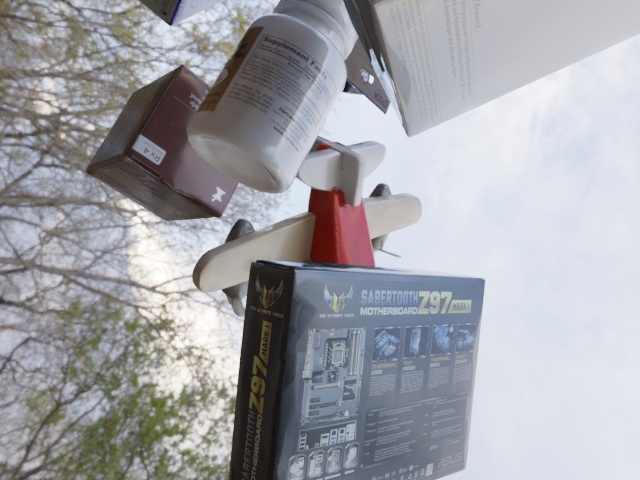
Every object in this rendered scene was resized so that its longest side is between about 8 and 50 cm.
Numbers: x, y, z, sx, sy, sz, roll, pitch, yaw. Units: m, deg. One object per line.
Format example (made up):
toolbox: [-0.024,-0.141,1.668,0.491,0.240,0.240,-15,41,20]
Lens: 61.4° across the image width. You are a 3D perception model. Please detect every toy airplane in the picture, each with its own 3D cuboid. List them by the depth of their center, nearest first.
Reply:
toy airplane: [0.000,0.000,0.959,0.273,0.386,0.384,6,-115,52]

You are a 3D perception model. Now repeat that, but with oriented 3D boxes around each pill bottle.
pill bottle: [-0.044,-0.181,0.622,0.131,0.131,0.229,13,-110,42]

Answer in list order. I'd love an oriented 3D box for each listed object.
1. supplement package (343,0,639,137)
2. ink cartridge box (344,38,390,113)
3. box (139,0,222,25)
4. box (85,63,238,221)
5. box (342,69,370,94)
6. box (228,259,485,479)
supplement package: [0.164,-0.252,0.447,0.293,0.175,0.177,-23,-117,8]
ink cartridge box: [0.108,-0.321,0.820,0.206,0.045,0.208,-119,-139,-51]
box: [-0.134,-0.323,0.587,0.072,0.137,0.126,38,-47,-6]
box: [-0.234,-0.142,0.861,0.203,0.168,0.166,0,-120,51]
box: [0.025,-0.527,1.332,0.293,0.074,0.295,31,-61,49]
box: [0.042,0.113,0.448,0.059,0.233,0.183,7,-88,49]
